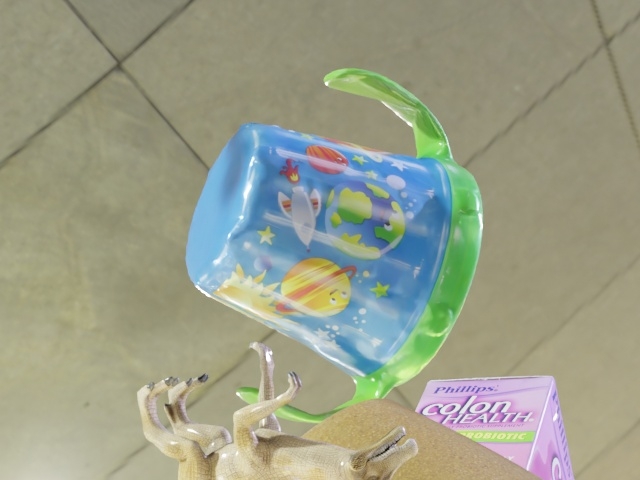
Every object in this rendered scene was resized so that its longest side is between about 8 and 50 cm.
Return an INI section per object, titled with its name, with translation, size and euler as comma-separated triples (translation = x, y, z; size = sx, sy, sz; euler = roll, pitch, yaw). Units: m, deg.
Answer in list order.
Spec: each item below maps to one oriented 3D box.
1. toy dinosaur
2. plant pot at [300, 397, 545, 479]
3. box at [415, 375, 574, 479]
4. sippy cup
[toy dinosaur]
translation = -0.048, 0.104, 0.548
size = 0.183, 0.093, 0.053
euler = -31, 166, 33
[plant pot]
translation = 0.079, 0.211, 0.664
size = 0.237, 0.254, 0.237
euler = -30, 148, -22
[box]
translation = 0.135, 0.265, 1.023
size = 0.243, 0.117, 0.214
euler = -56, 136, -58
[sippy cup]
translation = 0.000, 0.000, 1.199
size = 0.224, 0.305, 0.240
euler = 19, 131, -19
